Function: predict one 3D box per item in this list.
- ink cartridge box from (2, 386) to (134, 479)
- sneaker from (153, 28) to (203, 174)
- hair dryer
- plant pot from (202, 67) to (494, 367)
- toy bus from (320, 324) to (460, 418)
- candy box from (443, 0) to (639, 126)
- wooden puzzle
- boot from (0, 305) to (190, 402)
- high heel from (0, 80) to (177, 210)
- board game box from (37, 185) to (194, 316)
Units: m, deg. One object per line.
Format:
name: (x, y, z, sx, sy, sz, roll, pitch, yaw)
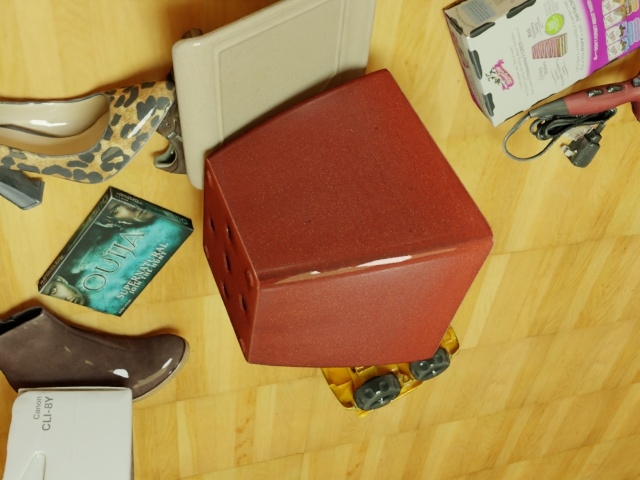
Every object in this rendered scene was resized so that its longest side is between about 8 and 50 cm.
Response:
ink cartridge box: (-0.357, 0.419, 1.093, 0.161, 0.279, 0.384, 0, 145, -13)
sneaker: (-0.160, -0.149, 0.850, 0.071, 0.066, 0.188, -7, 133, -15)
hair dryer: (0.405, -0.184, 0.981, 0.224, 0.080, 0.293, -2, 145, -46)
plant pot: (0.000, 0.000, 0.867, 0.236, 0.267, 0.267, -14, 147, -19)
toy bus: (0.123, 0.207, 1.265, 0.220, 0.149, 0.211, -27, 149, 0)
candy box: (0.286, -0.266, 0.920, 0.234, 0.071, 0.159, -29, 137, 4)
wooden puzzle: (-0.051, -0.179, 0.833, 0.239, 0.044, 0.221, -28, 151, -22)
boot: (-0.333, 0.158, 1.053, 0.249, 0.090, 0.206, -22, 138, 3)
high heel: (-0.297, -0.134, 0.784, 0.261, 0.093, 0.186, -27, 143, 17)
board game box: (-0.274, 0.021, 0.994, 0.126, 0.026, 0.186, 24, 119, -38)
